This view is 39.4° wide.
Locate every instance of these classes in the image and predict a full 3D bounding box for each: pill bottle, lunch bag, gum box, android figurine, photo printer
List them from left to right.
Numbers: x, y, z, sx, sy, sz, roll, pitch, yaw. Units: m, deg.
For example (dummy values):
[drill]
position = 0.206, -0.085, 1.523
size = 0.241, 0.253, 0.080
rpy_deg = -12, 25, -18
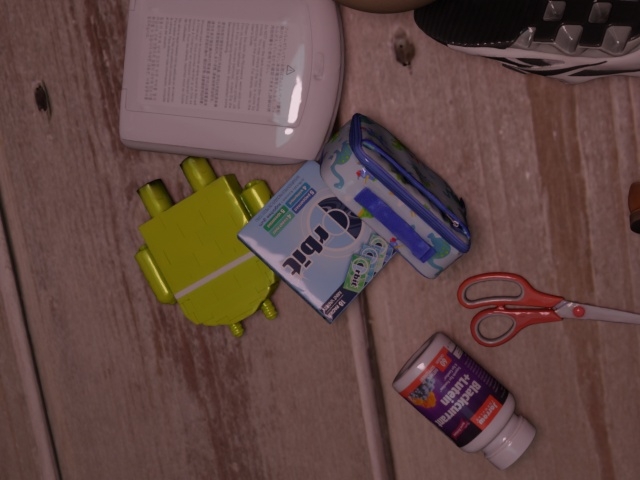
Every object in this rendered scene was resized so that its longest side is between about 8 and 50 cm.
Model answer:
[android figurine]
position = -0.162, 0.013, 1.349
size = 0.248, 0.056, 0.273
rpy_deg = -31, 90, 17
[photo printer]
position = -0.120, -0.240, 1.254
size = 0.307, 0.107, 0.256
rpy_deg = 7, 95, 13
[gum box]
position = 0.000, 0.000, 1.280
size = 0.184, 0.041, 0.157
rpy_deg = 43, 81, 3
[lunch bag]
position = 0.102, -0.059, 1.185
size = 0.219, 0.176, 0.090
rpy_deg = 41, 112, -14
[pill bottle]
position = 0.206, 0.231, 1.268
size = 0.193, 0.108, 0.108
rpy_deg = 41, 108, 4

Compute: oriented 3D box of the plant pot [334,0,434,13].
[plant pot]
position = 0.086, -0.384, 1.047
size = 0.284, 0.191, 0.284
rpy_deg = -5, 126, -7

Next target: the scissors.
[scissors]
position = 0.342, 0.088, 1.250
size = 0.297, 0.021, 0.109
rpy_deg = -7, 97, 17

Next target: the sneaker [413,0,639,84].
[sneaker]
position = 0.275, -0.260, 1.153
size = 0.330, 0.146, 0.123
rpy_deg = 20, 80, 34

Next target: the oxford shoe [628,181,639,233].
[oxford shoe]
position = 0.507, -0.058, 1.157
size = 0.212, 0.076, 0.076
rpy_deg = -1, 62, 6
